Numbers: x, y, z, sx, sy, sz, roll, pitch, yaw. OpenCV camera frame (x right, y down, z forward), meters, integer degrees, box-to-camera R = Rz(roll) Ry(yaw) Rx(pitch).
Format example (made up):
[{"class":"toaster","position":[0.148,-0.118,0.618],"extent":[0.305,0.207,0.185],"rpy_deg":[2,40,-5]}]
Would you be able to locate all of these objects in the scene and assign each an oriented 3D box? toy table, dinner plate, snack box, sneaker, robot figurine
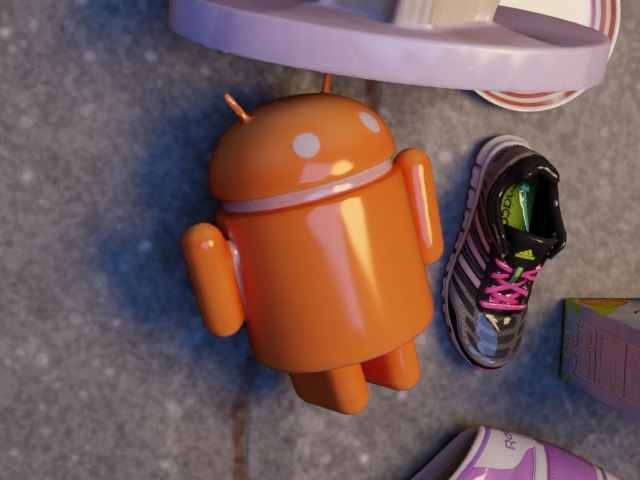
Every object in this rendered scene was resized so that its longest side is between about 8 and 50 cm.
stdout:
[{"class":"toy table","position":[0.054,-0.190,0.786],"extent":[0.274,0.252,0.161],"rpy_deg":[2,111,-17]},{"class":"dinner plate","position":[0.148,-0.163,0.923],"extent":[0.141,0.017,0.141],"rpy_deg":[-3,99,-17]},{"class":"snack box","position":[0.290,0.089,0.901],"extent":[0.174,0.207,0.070],"rpy_deg":[0,98,-18]},{"class":"sneaker","position":[0.094,0.270,0.931],"extent":[0.161,0.102,0.282],"rpy_deg":[24,80,-15]},{"class":"robot figurine","position":[-0.001,0.001,0.842],"extent":[0.158,0.128,0.219],"rpy_deg":[-12,102,10]},{"class":"sneaker","position":[0.132,0.012,0.912],"extent":[0.063,0.075,0.170],"rpy_deg":[8,96,-18]}]
